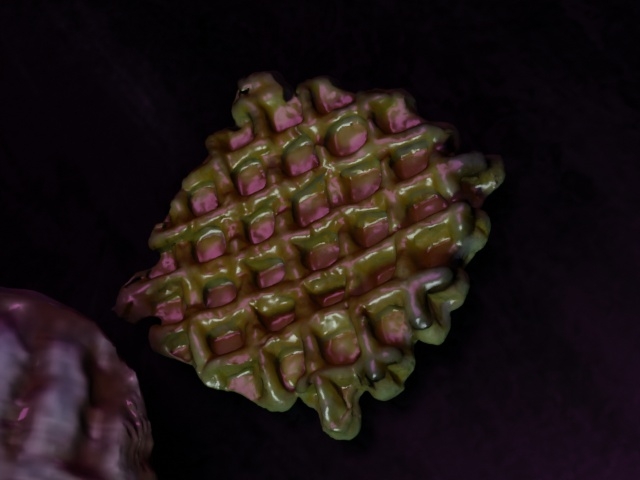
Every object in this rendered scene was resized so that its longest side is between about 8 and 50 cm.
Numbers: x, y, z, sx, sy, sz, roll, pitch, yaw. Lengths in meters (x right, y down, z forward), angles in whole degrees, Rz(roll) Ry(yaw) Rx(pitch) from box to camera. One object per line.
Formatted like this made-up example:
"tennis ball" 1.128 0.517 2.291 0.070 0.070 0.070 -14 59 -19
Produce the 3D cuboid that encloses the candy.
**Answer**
"candy" -0.196 0.163 0.847 0.214 0.157 0.289 6 74 -13

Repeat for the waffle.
"waffle" 0.001 0.001 0.942 0.204 0.054 0.223 22 75 28
